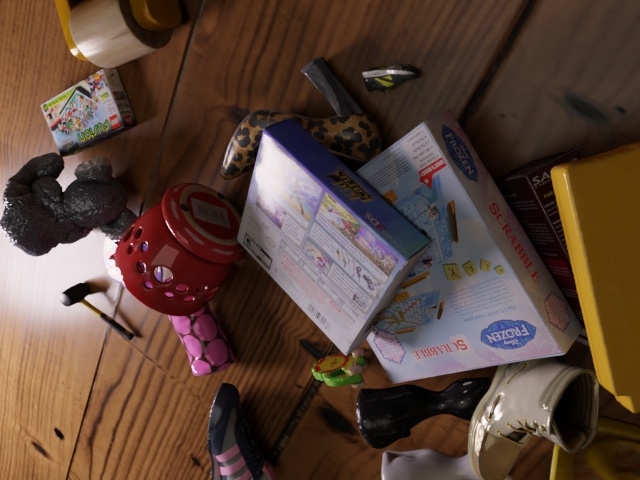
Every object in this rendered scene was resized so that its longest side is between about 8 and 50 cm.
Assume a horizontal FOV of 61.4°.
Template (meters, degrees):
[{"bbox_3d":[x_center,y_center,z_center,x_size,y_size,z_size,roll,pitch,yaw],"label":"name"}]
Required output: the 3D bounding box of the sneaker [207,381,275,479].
[{"bbox_3d":[-0.154,0.434,1.100,0.131,0.112,0.319,4,112,10],"label":"sneaker"}]

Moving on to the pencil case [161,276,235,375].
[{"bbox_3d":[-0.253,0.168,1.061,0.098,0.095,0.209,-25,94,6],"label":"pencil case"}]

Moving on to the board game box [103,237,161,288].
[{"bbox_3d":[-0.413,0.055,1.145,0.168,0.033,0.133,32,118,17],"label":"board game box"}]

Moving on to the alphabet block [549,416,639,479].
[{"bbox_3d":[0.402,0.376,0.714,0.193,0.192,0.197,7,108,25],"label":"alphabet block"}]

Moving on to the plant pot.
[{"bbox_3d":[-0.233,0.011,0.942,0.174,0.191,0.191,-42,84,29],"label":"plant pot"}]

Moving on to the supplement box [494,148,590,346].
[{"bbox_3d":[0.313,0.014,0.671,0.073,0.130,0.239,-28,92,1],"label":"supplement box"}]

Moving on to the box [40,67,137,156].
[{"bbox_3d":[-0.462,-0.250,1.070,0.207,0.036,0.114,-14,99,31],"label":"box"}]

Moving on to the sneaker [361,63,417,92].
[{"bbox_3d":[0.101,-0.232,0.776,0.083,0.031,0.035,8,123,31],"label":"sneaker"}]

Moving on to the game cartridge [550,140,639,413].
[{"bbox_3d":[0.436,0.012,0.573,0.323,0.053,0.285,-16,99,4],"label":"game cartridge"}]

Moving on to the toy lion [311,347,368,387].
[{"bbox_3d":[0.031,0.220,0.921,0.096,0.100,0.034,-14,102,12],"label":"toy lion"}]

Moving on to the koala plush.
[{"bbox_3d":[-0.482,-0.068,1.066,0.221,0.203,0.196,-9,116,8],"label":"koala plush"}]

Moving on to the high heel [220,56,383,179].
[{"bbox_3d":[-0.036,-0.128,0.839,0.261,0.093,0.186,-40,79,23],"label":"high heel"}]

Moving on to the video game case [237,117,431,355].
[{"bbox_3d":[0.000,0.000,0.786,0.269,0.061,0.244,45,142,18],"label":"video game case"}]

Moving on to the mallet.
[{"bbox_3d":[-0.499,0.161,1.231,0.189,0.062,0.039,31,121,0],"label":"mallet"}]

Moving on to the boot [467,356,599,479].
[{"bbox_3d":[0.279,0.249,0.717,0.077,0.165,0.213,21,90,-9],"label":"boot"}]

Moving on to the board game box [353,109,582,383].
[{"bbox_3d":[0.138,0.035,0.761,0.318,0.066,0.318,-30,91,52],"label":"board game box"}]

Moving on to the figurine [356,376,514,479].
[{"bbox_3d":[0.188,0.320,0.856,0.209,0.092,0.215,-15,107,16],"label":"figurine"}]

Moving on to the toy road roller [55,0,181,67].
[{"bbox_3d":[-0.392,-0.452,0.844,0.202,0.240,0.330,-8,102,31],"label":"toy road roller"}]
